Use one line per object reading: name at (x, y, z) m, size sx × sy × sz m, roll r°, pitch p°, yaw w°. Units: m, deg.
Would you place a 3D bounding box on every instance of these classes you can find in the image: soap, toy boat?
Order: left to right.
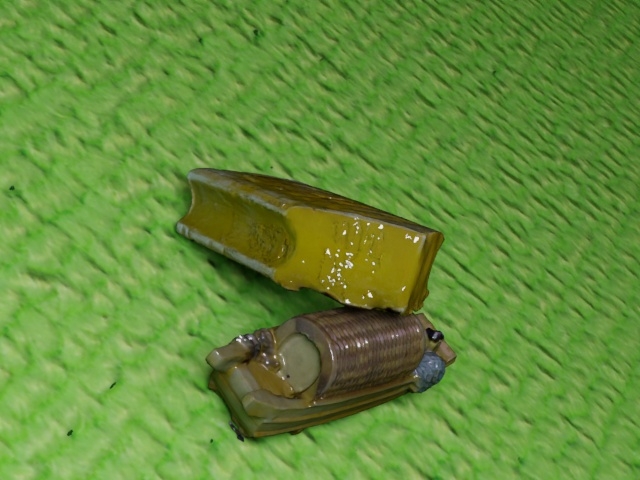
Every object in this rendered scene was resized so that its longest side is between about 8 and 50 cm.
soap at (0.000, 0.000, 1.434) m, size 0.160 × 0.080 × 0.257 m, roll 7°, pitch 9°, yaw -36°
toy boat at (0.020, 0.107, 1.413) m, size 0.310 × 0.115 × 0.089 m, roll -7°, pitch 54°, yaw -47°
